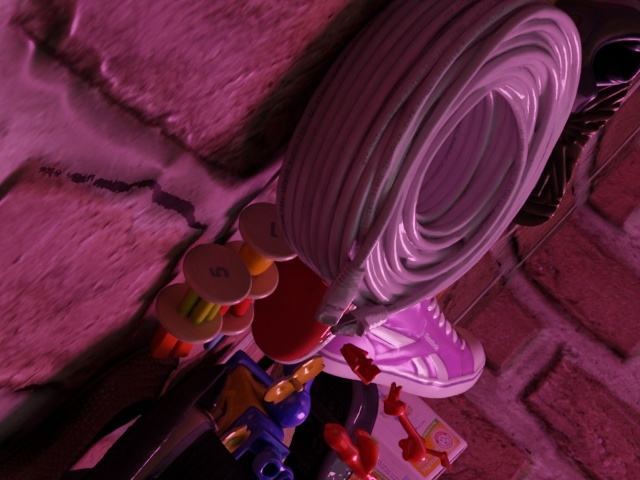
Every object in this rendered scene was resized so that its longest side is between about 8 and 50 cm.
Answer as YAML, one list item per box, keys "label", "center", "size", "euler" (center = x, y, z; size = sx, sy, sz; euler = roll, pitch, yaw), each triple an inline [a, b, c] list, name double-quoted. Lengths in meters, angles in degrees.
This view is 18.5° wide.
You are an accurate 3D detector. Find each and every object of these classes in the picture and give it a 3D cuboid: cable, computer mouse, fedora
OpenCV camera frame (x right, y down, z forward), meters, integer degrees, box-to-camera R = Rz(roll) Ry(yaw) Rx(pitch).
- label: "cable"
  center: [0.081, -0.070, 1.403]
  size: [0.257, 0.089, 0.257]
  euler: [-15, 131, -53]
- label: "computer mouse"
  center: [-0.005, 0.224, 2.288]
  size: [0.072, 0.188, 0.272]
  euler: [-1, 128, -42]
- label: "fedora"
  center: [-0.124, 0.252, 1.537]
  size: [0.334, 0.152, 0.334]
  euler: [-49, 174, -7]

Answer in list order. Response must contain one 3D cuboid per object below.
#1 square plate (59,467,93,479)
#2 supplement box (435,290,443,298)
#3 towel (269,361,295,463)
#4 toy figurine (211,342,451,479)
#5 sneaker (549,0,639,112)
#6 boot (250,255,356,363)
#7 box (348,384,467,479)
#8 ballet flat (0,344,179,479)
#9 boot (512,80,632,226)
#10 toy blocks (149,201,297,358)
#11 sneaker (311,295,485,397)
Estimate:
- label: "square plate"
  center: [-0.343, 0.346, 1.579]
  size: [0.347, 0.049, 0.344]
  euler: [-39, 168, -42]
- label: "supplement box"
  center: [0.132, -0.002, 2.177]
  size: [0.080, 0.078, 0.233]
  euler: [-38, 168, -43]
- label: "towel"
  center: [-0.042, 0.174, 2.114]
  size: [0.110, 0.027, 0.148]
  euler: [67, 39, -68]
- label: "toy figurine"
  center: [-0.080, 0.217, 1.832]
  size: [0.362, 0.191, 0.217]
  euler: [-45, -153, 6]
- label: "sneaker"
  center: [0.246, -0.199, 1.698]
  size: [0.300, 0.121, 0.111]
  euler: [-40, 169, -37]
- label: "boot"
  center: [0.000, 0.000, 1.561]
  size: [0.244, 0.088, 0.176]
  euler: [-58, 168, 15]
- label: "box"
  center: [0.074, 0.253, 2.609]
  size: [0.103, 0.203, 0.114]
  euler: [-38, 168, -43]
- label: "ballet flat"
  center: [-0.180, 0.153, 1.458]
  size: [0.250, 0.058, 0.084]
  euler: [-37, 168, -47]
- label: "boot"
  center: [0.238, -0.152, 1.925]
  size: [0.236, 0.089, 0.269]
  euler: [-62, 180, 23]
- label: "toy blocks"
  center: [-0.084, 0.050, 1.474]
  size: [0.123, 0.054, 0.148]
  euler: [-39, 169, -44]
- label: "sneaker"
  center: [0.111, 0.077, 2.107]
  size: [0.282, 0.102, 0.161]
  euler: [10, 119, -49]
